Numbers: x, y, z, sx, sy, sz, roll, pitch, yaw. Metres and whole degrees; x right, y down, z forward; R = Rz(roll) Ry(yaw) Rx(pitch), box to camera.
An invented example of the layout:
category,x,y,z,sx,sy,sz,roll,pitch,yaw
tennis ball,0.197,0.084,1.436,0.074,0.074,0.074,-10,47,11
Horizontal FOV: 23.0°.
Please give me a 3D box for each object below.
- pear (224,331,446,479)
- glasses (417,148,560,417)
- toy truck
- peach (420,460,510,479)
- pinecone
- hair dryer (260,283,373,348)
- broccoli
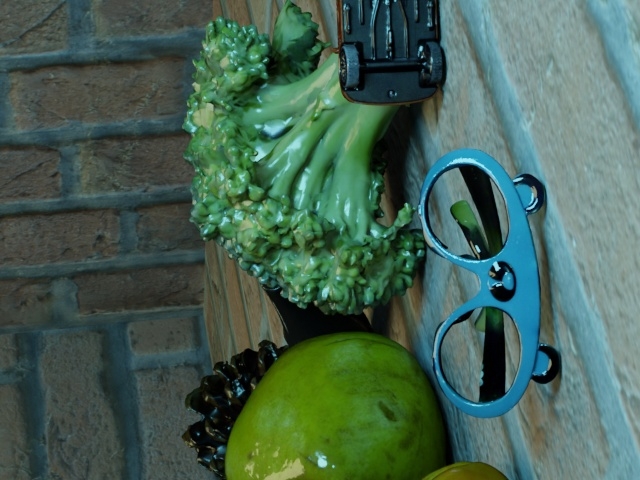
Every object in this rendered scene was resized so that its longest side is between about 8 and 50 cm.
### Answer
category,x,y,z,sx,sy,sz,roll,pitch,yaw
pear,0.023,0.238,1.796,0.321,0.269,0.269,-55,-37,-77
glasses,0.135,0.041,1.450,0.207,0.102,0.239,161,104,-79
toy truck,0.065,-0.272,1.676,0.114,0.107,0.253,-144,51,-78
peach,0.137,0.282,1.509,0.138,0.138,0.138,175,90,-80
pinecone,-0.090,0.275,2.508,0.243,0.243,0.257,-135,67,-75
hair dryer,0.000,0.000,2.098,0.304,0.120,0.360,52,-144,-51
broccoli,-0.023,-0.103,1.849,0.338,0.277,0.318,46,121,61
